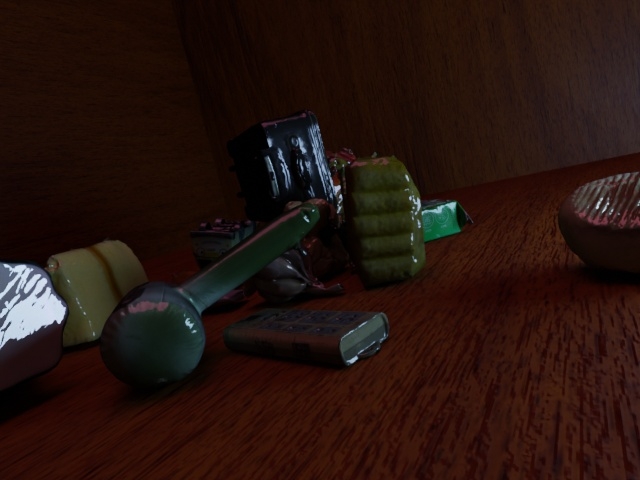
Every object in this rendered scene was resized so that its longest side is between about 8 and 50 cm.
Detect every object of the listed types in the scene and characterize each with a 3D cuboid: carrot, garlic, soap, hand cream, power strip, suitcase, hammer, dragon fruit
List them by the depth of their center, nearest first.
[{"bbox_3d":[-0.038,0.118,0.563,0.268,0.034,0.092,-7,10,44],"label":"power strip"},{"bbox_3d":[-0.132,0.055,0.601,0.336,0.118,0.206,-36,14,-14],"label":"hammer"},{"bbox_3d":[-0.050,0.060,0.788,0.194,0.127,0.131,14,18,32],"label":"garlic"},{"bbox_3d":[-0.274,0.128,0.895,0.256,0.048,0.079,-11,6,19],"label":"hand cream"},{"bbox_3d":[-0.258,0.102,1.047,0.205,0.072,0.072,-4,10,22],"label":"carrot"},{"bbox_3d":[0.207,-0.039,1.107,0.274,0.097,0.218,-16,7,-14],"label":"soap"},{"bbox_3d":[-0.113,-0.180,1.176,0.194,0.282,0.434,-18,11,-19],"label":"suitcase"},{"bbox_3d":[0.083,-0.132,1.330,0.263,0.295,0.314,-1,12,-22],"label":"dragon fruit"}]

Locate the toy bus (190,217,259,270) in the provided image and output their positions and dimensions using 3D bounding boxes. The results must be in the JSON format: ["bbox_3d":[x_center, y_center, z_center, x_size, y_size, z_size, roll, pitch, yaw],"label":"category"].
[{"bbox_3d":[-0.281,0.020,1.319,0.134,0.164,0.276,2,10,8],"label":"toy bus"}]

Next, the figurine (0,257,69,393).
[{"bbox_3d":[-0.547,0.150,0.630,0.340,0.231,0.324,-19,-23,34],"label":"figurine"}]

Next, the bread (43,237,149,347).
[{"bbox_3d":[-0.540,0.124,0.930,0.236,0.198,0.263,-20,4,11],"label":"bread"}]

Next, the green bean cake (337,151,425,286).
[{"bbox_3d":[0.109,-0.046,0.822,0.124,0.232,0.236,-8,8,0],"label":"green bean cake"}]

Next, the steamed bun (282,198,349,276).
[{"bbox_3d":[0.000,0.000,0.952,0.106,0.177,0.192,-1,0,22],"label":"steamed bun"}]

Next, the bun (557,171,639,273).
[{"bbox_3d":[0.398,-0.015,0.533,0.188,0.110,0.164,-3,30,45],"label":"bun"}]
